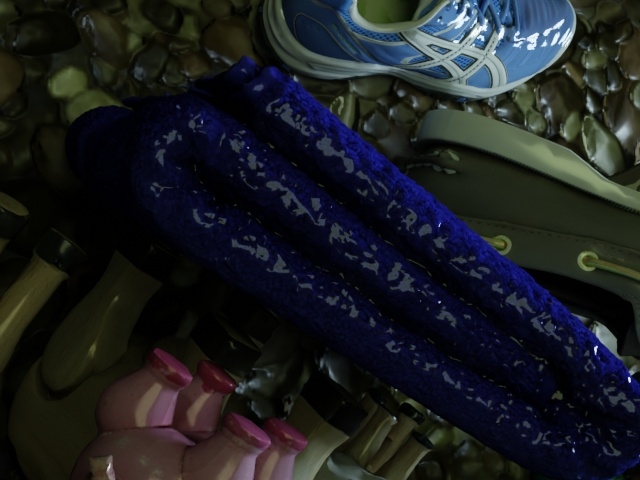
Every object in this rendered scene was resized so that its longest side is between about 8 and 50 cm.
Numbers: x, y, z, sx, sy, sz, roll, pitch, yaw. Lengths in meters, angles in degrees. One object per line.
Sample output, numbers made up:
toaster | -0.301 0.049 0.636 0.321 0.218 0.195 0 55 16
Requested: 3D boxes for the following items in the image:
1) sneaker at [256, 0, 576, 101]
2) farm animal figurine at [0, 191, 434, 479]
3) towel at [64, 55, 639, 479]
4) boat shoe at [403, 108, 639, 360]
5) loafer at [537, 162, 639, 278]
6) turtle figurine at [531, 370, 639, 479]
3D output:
sneaker | 0.072 -0.132 0.766 0.211 0.081 0.080 -5 79 -27
farm animal figurine | -0.078 0.109 0.521 0.330 0.327 0.172 35 93 -17
towel | 0.000 0.000 0.577 0.228 0.308 0.076 32 87 -16
boat shoe | 0.183 0.024 0.723 0.305 0.109 0.091 24 81 10
loafer | 0.187 -0.015 0.812 0.148 0.050 0.056 -24 81 -11
turtle figurine | 0.251 0.172 0.765 0.234 0.118 0.175 30 108 -14
